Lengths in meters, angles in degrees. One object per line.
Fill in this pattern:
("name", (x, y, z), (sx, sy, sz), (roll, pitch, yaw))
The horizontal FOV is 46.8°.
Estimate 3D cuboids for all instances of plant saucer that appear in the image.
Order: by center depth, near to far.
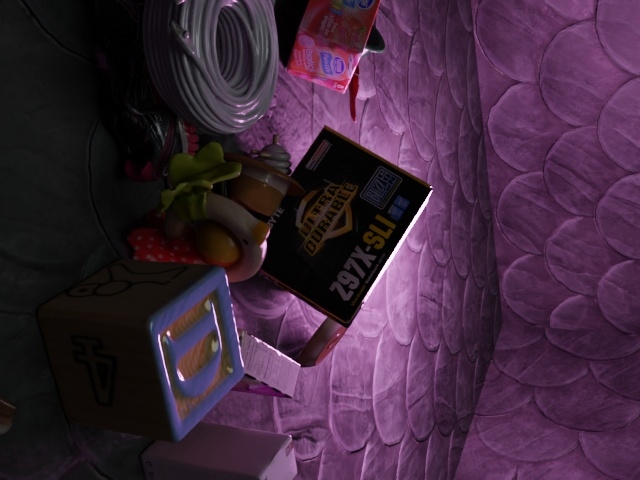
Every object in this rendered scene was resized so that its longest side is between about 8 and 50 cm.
("plant saucer", (0.019, 0.222, 1.700), (0.199, 0.036, 0.199), (-49, 167, -15))

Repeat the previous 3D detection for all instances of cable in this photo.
("cable", (-0.150, -0.283, 1.074), (0.257, 0.089, 0.257), (-62, 147, -42))

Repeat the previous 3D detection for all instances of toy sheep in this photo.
("toy sheep", (-0.099, -0.147, 1.480), (0.091, 0.091, 0.132), (-17, 121, -63))

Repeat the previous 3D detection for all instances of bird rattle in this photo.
("bird rattle", (-0.184, -0.006, 1.116), (0.254, 0.206, 0.143), (-60, 178, 39))

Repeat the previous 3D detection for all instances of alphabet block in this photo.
("alphabet block", (-0.251, 0.149, 1.066), (0.192, 0.197, 0.194), (-38, 126, -57))

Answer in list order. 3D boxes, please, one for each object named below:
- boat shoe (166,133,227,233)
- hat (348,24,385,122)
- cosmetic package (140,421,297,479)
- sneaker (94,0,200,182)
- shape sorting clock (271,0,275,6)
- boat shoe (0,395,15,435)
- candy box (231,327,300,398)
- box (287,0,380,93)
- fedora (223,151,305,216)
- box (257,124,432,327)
("boat shoe", (-0.197, -0.045, 1.274), (0.103, 0.092, 0.286), (-32, 121, -58))
("hat", (0.042, -0.445, 1.801), (0.172, 0.183, 0.209), (14, 42, -32))
("cosmetic package", (-0.167, 0.371, 1.223), (0.117, 0.231, 0.086), (-40, 128, -56))
("sneaker", (-0.264, -0.229, 1.088), (0.112, 0.120, 0.299), (-44, 130, -46))
("shape sorting clock", (-0.131, -0.512, 1.420), (0.206, 0.040, 0.206), (-12, 104, -63))
("boat shoe", (-0.433, 0.117, 0.777), (0.324, 0.123, 0.117), (59, 40, -52))
("candy box", (-0.157, 0.216, 1.313), (0.233, 0.159, 0.071), (46, 51, -56))
("box", (0.044, -0.495, 1.608), (0.154, 0.142, 0.300), (120, -11, -62))
("fedora", (-0.122, -0.094, 1.345), (0.194, 0.194, 0.079), (32, 77, -61))
("box", (0.030, -0.029, 1.453), (0.322, 0.257, 0.079), (-56, 172, -13))
